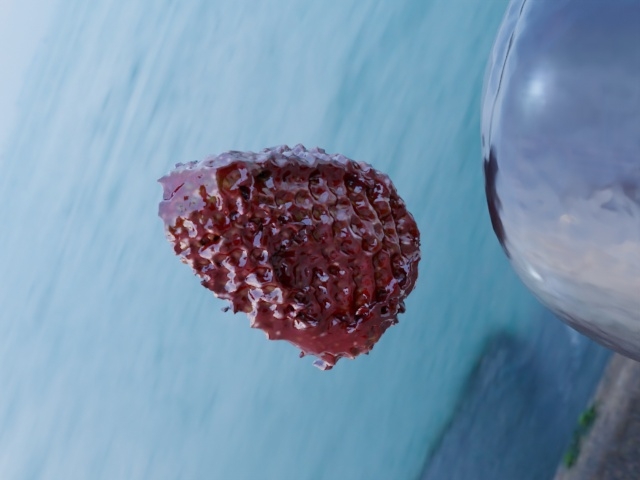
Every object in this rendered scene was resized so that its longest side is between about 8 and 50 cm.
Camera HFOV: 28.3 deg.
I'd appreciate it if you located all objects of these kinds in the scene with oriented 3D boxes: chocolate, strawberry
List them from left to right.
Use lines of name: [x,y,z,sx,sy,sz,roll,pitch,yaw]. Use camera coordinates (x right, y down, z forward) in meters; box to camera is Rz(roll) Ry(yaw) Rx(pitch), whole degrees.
strawberry: [0.000,0.000,1.046,0.106,0.286,0.188,-18,66,33]
chocolate: [0.262,-0.053,0.741,0.331,0.384,0.383,2,67,35]
